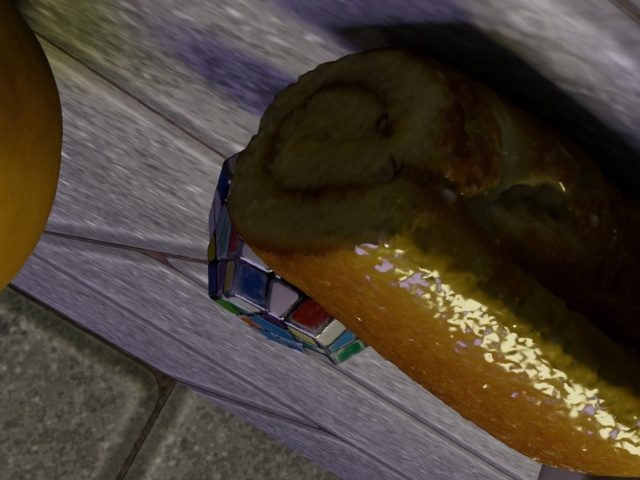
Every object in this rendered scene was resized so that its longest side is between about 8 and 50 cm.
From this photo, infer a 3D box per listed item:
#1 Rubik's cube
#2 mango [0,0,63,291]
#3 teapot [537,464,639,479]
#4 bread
[{"bbox_3d":[0.000,0.000,0.846,0.093,0.111,0.111,51,179,22],"label":"Rubik's cube"},{"bbox_3d":[-0.271,-0.035,0.894,0.300,0.232,0.445,-12,180,-13],"label":"mango"},{"bbox_3d":[0.158,0.115,0.737,0.159,0.246,0.116,-13,141,16],"label":"teapot"},{"bbox_3d":[0.063,0.009,0.686,0.172,0.103,0.132,35,167,-26],"label":"bread"}]
